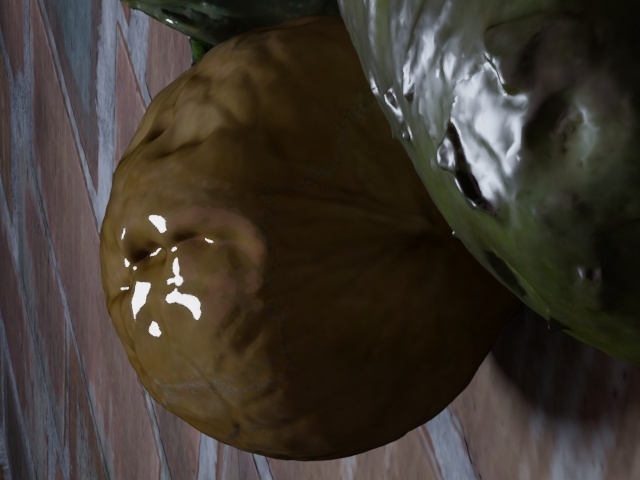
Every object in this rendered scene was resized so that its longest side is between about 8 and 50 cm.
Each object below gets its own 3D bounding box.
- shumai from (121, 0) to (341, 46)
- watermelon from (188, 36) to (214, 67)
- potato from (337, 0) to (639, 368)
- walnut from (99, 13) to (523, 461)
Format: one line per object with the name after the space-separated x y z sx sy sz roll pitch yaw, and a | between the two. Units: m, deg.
-0.051 -0.186 1.055 0.142 0.184 0.184 -66 25 16 | shumai
-0.065 -0.196 1.250 0.119 0.063 0.245 107 155 -86 | watermelon
0.082 -0.088 0.577 0.176 0.141 0.298 -58 34 37 | potato
0.000 0.000 0.836 0.222 0.195 0.195 165 98 -68 | walnut
